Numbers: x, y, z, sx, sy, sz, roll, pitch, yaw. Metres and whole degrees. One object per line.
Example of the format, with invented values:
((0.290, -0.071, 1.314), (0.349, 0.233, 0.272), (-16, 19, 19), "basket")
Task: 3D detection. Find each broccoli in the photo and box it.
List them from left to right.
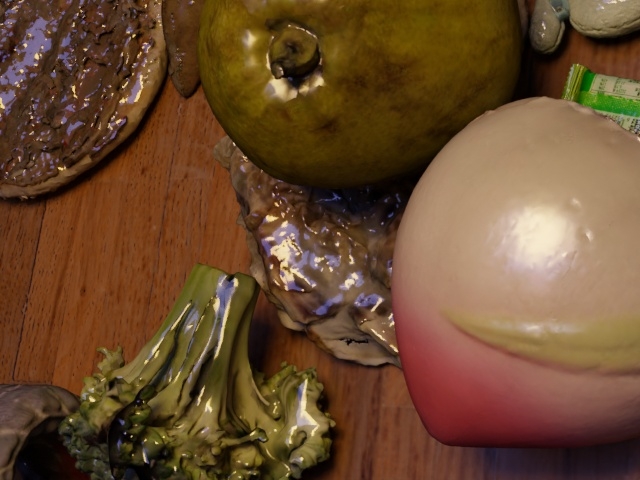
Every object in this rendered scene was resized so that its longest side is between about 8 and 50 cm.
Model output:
((-0.115, 0.146, 1.160), (0.263, 0.247, 0.243), (16, 90, 14), "broccoli")

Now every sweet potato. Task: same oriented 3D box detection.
((-0.101, -0.321, 1.389), (0.310, 0.098, 0.124), (-46, 65, 13), "sweet potato")

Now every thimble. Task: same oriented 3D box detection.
((-0.324, 0.252, 1.250), (0.172, 0.236, 0.205), (0, 80, 32), "thimble")

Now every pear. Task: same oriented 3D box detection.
((0.023, -0.178, 1.045), (0.287, 0.375, 0.287), (5, 108, 17), "pear")

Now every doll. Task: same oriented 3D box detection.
((0.296, -0.251, 1.152), (0.214, 0.071, 0.103), (-26, 64, 16), "doll")

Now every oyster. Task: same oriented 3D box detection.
((-0.003, 0.002, 1.196), (0.354, 0.107, 0.201), (38, 119, 33), "oyster")

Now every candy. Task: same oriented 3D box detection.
((0.305, -0.109, 1.127), (0.178, 0.032, 0.102), (15, 79, 34), "candy")

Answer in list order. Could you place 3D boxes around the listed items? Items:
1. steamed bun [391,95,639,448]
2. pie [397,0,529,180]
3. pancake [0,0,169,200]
((0.186, 0.054, 0.985), (0.309, 0.309, 0.309), (-9, 70, 27), "steamed bun")
((0.061, -0.198, 1.268), (0.338, 0.075, 0.337), (-9, 71, 27), "pie")
((-0.345, -0.227, 1.510), (0.382, 0.071, 0.382), (-10, 69, 26), "pancake")
